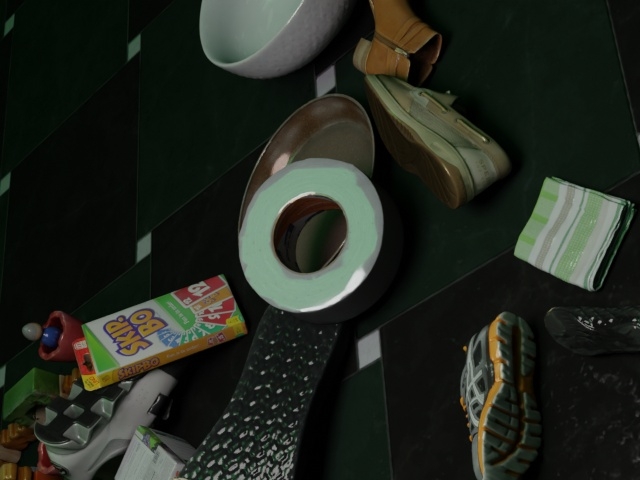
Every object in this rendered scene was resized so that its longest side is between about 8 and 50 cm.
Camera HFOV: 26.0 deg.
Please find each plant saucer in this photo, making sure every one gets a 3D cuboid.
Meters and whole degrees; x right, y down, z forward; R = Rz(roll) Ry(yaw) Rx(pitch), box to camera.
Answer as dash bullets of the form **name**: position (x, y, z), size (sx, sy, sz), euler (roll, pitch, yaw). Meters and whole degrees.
- **plant saucer**: position (-0.010, -0.066, 2.054), size (0.310, 0.050, 0.311), euler (-29, 51, 42)

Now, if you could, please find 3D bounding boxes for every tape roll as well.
- **tape roll**: position (0.000, 0.000, 1.885), size (0.219, 0.072, 0.219), euler (-8, 71, 24)

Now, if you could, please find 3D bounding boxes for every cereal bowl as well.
- **cereal bowl**: position (-0.040, -0.404, 2.204), size (0.339, 0.141, 0.339), euler (-29, 50, 41)

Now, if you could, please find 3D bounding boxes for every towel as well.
- **towel**: position (0.295, -0.011, 1.638), size (0.152, 0.023, 0.113), euler (28, 93, 56)

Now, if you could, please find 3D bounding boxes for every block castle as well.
- **block castle**: position (-0.514, 0.353, 2.347), size (0.453, 0.212, 0.303), euler (-39, 44, 34)

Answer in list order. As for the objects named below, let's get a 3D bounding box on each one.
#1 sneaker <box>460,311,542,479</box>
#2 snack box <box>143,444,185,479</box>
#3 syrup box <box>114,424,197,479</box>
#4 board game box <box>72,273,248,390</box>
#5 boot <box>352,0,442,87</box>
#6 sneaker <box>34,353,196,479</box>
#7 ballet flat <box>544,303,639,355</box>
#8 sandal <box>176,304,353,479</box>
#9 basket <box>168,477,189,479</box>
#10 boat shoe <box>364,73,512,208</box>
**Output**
- **sneaker**: position (0.201, 0.191, 1.606), size (0.083, 0.084, 0.215), euler (-30, 40, 45)
- **snack box**: position (-0.245, 0.385, 1.970), size (0.064, 0.022, 0.178), euler (29, 97, 54)
- **syrup box**: position (-0.202, 0.365, 2.026), size (0.237, 0.093, 0.096), euler (27, 93, 55)
- **board game box**: position (-0.251, 0.141, 2.130), size (0.259, 0.039, 0.124), euler (-22, 41, -6)
- **boot**: position (0.126, -0.314, 1.996), size (0.152, 0.073, 0.197), euler (32, 110, 56)
- **sneaker**: position (-0.295, 0.244, 2.155), size (0.122, 0.146, 0.330), euler (24, 53, 38)
- **ballet flat**: position (0.316, 0.097, 1.541), size (0.173, 0.049, 0.057), euler (1, 115, 55)
- **sandal**: position (-0.066, 0.276, 1.887), size (0.167, 0.107, 0.446), euler (16, 69, 31)
- **basket**: position (-0.068, 0.478, 1.614), size (0.331, 0.266, 0.328), euler (20, 89, 63)
- **boat shoe**: position (0.151, -0.148, 1.854), size (0.098, 0.109, 0.302), euler (-26, 36, -10)
